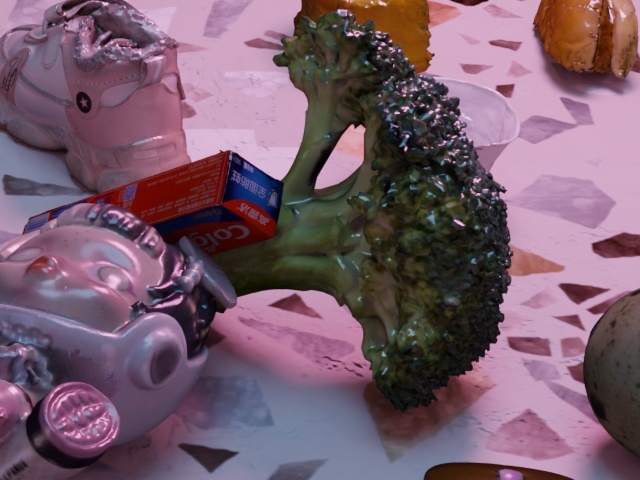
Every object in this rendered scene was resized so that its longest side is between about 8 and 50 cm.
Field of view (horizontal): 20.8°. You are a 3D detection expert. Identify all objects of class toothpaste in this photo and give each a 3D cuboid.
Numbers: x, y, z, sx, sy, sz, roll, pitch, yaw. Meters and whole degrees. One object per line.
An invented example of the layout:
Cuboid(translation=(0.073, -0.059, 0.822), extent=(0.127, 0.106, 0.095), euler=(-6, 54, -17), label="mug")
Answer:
Cuboid(translation=(-0.176, -0.013, 1.743), extent=(0.320, 0.076, 0.066), euler=(-15, 54, 43), label="toothpaste")

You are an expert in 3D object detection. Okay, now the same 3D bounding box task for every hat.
Cuboid(translation=(0.131, -0.101, 2.053), extent=(0.203, 0.126, 0.203), euler=(3, 32, -2), label="hat")

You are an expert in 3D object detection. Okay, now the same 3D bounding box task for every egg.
Cuboid(translation=(0.359, 0.137, 1.654), extent=(0.228, 0.177, 0.177), euler=(30, 36, 8), label="egg")

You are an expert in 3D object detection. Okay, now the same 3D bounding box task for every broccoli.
Cuboid(translation=(0.015, 0.026, 1.745), extent=(0.275, 0.397, 0.353), euler=(26, 28, -52), label="broccoli")

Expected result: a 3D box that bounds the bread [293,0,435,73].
Cuboid(translation=(0.040, -0.311, 2.362), extent=(0.147, 0.160, 0.260), euler=(-13, 41, -16), label="bread")

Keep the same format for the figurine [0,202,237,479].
Cuboid(translation=(-0.253, 0.110, 1.572), extent=(0.253, 0.211, 0.361), euler=(26, 37, 10), label="figurine")

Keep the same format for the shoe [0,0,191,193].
Cuboid(translation=(-0.272, -0.208, 2.106), extent=(0.172, 0.198, 0.351), euler=(-20, 40, -37), label="shoe")

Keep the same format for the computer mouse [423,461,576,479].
Cuboid(translation=(0.165, 0.280, 1.492), extent=(0.158, 0.072, 0.310), euler=(6, 31, -1), label="computer mouse")

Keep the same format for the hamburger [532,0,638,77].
Cuboid(translation=(0.370, -0.315, 2.436), extent=(0.124, 0.131, 0.262), euler=(3, 27, -4), label="hamburger")
